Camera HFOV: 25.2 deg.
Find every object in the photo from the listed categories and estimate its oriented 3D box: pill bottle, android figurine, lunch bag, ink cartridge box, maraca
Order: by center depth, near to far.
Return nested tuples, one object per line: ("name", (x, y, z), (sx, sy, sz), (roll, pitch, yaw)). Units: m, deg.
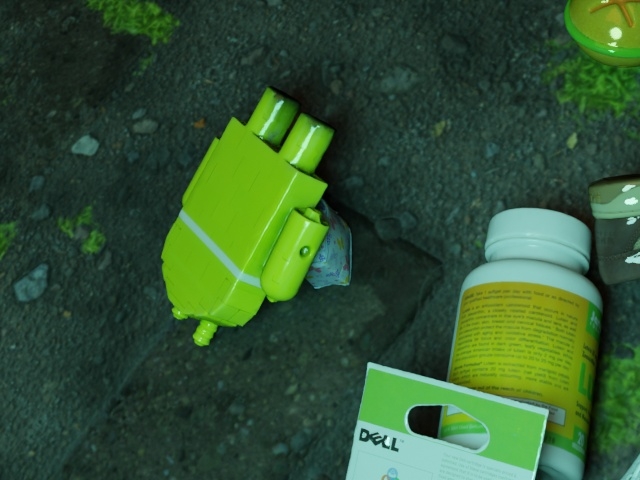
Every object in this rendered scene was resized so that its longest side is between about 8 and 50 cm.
("ink cartridge box", (0.115, 0.252, 1.257), (0.189, 0.097, 0.255), (12, 92, 35))
("pill bottle", (0.192, 0.101, 1.343), (0.136, 0.136, 0.246), (2, 66, 22))
("maraca", (0.329, -0.246, 1.489), (0.127, 0.099, 0.186), (27, 52, 21))
("lunch bag", (0.000, 0.000, 1.506), (0.053, 0.071, 0.083), (-5, 67, 22))
("android figurine", (-0.081, -0.021, 1.507), (0.248, 0.056, 0.273), (39, 105, 53))

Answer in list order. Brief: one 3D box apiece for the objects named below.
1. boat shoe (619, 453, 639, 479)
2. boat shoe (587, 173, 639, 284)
("boat shoe", (0.304, 0.204, 1.265), (0.103, 0.118, 0.320), (24, 85, 33))
("boat shoe", (0.423, -0.010, 1.326), (0.342, 0.123, 0.123), (-4, 93, 2))
